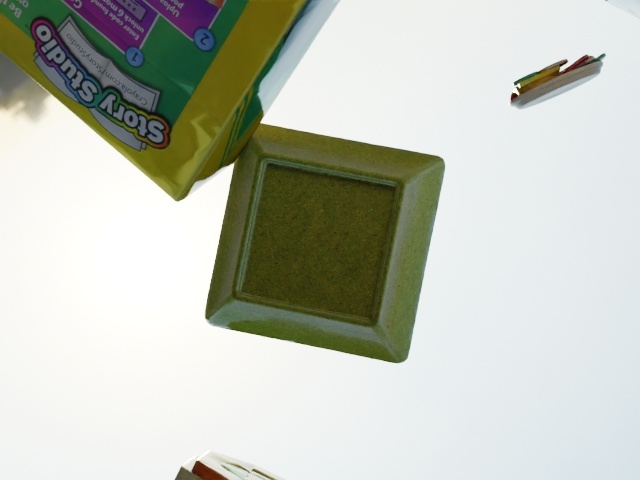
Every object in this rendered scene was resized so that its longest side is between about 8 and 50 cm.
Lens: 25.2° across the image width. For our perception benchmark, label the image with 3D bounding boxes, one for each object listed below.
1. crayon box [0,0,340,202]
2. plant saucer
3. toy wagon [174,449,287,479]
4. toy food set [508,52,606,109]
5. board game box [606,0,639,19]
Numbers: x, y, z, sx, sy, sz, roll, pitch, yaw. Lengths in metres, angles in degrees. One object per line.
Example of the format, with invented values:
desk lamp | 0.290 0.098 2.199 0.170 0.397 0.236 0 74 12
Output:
crayon box | -0.161 -0.262 1.168 0.313 0.363 0.106 -53 174 38
plant saucer | 0.000 0.000 1.252 0.045 0.188 0.188 17 84 -82
toy wagon | 0.015 0.311 1.420 0.267 0.344 0.068 37 78 -86
toy food set | 0.186 -0.127 1.131 0.083 0.020 0.082 -23 177 -1
board game box | 0.181 -0.293 0.748 0.316 0.242 0.064 -64 -176 1
